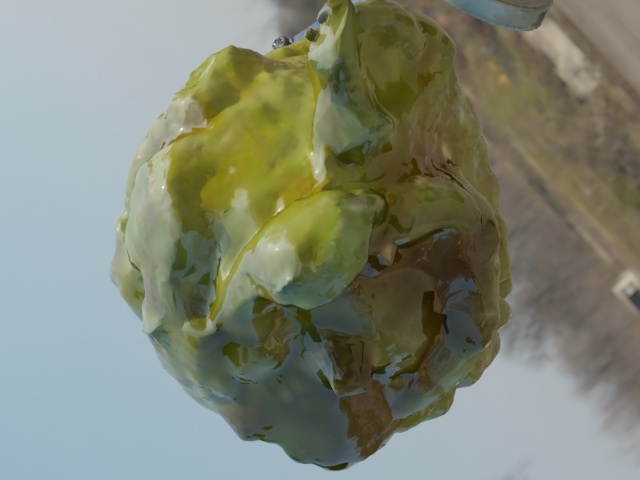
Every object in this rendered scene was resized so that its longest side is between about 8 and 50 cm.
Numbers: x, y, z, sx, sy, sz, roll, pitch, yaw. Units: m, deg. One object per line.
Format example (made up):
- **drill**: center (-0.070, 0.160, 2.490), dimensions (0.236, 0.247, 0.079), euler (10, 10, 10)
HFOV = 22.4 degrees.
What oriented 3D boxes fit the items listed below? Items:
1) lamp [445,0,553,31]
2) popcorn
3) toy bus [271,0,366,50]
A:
- **lamp**: center (-0.007, -0.104, 0.457), dimensions (0.198, 0.056, 0.050), euler (10, -147, -33)
- **popcorn**: center (-0.005, -0.005, 1.121), dimensions (0.335, 0.279, 0.274), euler (53, -137, -36)
- **toy bus**: center (0.005, -0.190, 1.614), dimensions (0.051, 0.153, 0.061), euler (35, -152, -48)
